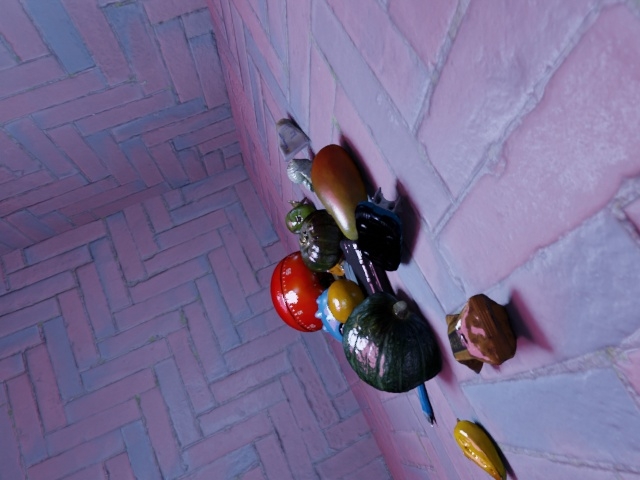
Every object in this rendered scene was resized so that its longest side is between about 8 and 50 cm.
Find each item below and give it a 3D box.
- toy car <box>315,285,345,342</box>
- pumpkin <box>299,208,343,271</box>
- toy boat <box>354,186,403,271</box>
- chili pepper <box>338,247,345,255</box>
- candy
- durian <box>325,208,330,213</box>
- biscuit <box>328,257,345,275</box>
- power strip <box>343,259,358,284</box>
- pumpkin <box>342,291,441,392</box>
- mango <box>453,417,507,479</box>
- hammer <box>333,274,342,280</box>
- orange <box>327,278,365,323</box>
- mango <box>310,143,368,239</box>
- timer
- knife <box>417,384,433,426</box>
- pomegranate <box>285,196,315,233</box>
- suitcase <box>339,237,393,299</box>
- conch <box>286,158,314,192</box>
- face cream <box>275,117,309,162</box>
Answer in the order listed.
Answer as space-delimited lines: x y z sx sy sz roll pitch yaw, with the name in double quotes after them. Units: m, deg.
0.080 0.303 1.889 0.256 0.190 0.188 64 -155 2 "toy car"
-0.003 -0.001 1.743 0.238 0.159 0.238 -171 90 -72 "pumpkin"
0.169 -0.021 1.216 0.134 0.092 0.299 29 162 19 "toy boat"
0.080 0.035 1.841 0.059 0.050 0.191 51 177 -3 "chili pepper"
0.311 0.199 0.940 0.271 0.101 0.143 82 168 -72 "candy"
0.046 -0.120 1.604 0.080 0.080 0.091 103 163 -72 "durian"
0.045 0.099 1.924 0.170 0.050 0.170 28 160 11 "biscuit"
0.156 0.184 1.776 0.167 0.054 0.254 146 101 -82 "power strip"
0.186 0.317 1.373 0.292 0.196 0.264 32 140 42 "pumpkin"
0.420 0.547 1.220 0.187 0.066 0.101 49 152 45 "mango"
0.094 0.194 2.074 0.111 0.043 0.366 -9 115 40 "hammer"
0.090 0.207 1.603 0.156 0.123 0.156 175 90 -81 "orange"
0.060 -0.148 1.321 0.129 0.146 0.289 6 -132 -52 "mango"
-0.062 0.233 2.153 0.378 0.279 0.378 40 -141 -42 "timer"
0.352 0.522 1.604 0.044 0.026 0.297 37 146 64 "knife"
-0.088 -0.121 2.128 0.131 0.151 0.191 70 -169 -49 "pomegranate"
0.161 0.118 1.576 0.206 0.066 0.286 177 70 -79 "suitcase"
-0.051 -0.251 1.738 0.153 0.102 0.135 25 -179 -25 "conch"
-0.114 -0.390 1.776 0.070 0.114 0.224 42 -164 -39 "face cream"
